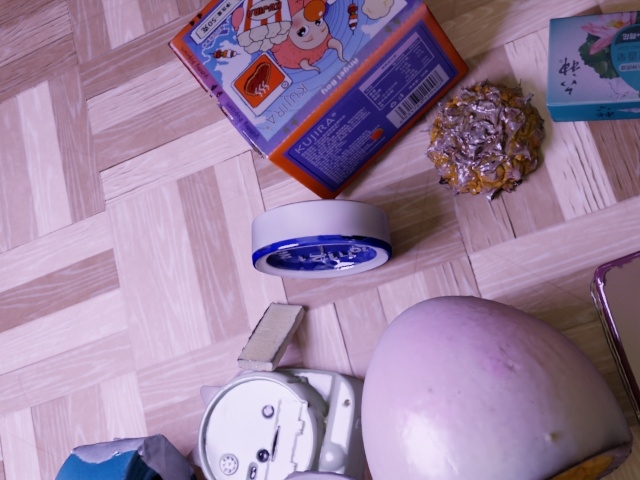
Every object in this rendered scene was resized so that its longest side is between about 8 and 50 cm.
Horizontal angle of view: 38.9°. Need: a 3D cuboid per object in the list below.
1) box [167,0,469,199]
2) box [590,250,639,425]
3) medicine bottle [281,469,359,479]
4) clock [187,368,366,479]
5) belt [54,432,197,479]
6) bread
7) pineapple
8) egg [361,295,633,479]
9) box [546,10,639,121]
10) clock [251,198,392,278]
[{"bbox_3d":[-0.001,-0.313,1.538,0.348,0.257,0.319,-42,62,9],"label":"box"},{"bbox_3d":[0.506,0.139,1.292,0.193,0.167,0.294,-22,71,19],"label":"box"},{"bbox_3d":[-0.011,0.528,1.339,0.189,0.190,0.332,21,118,25],"label":"medicine bottle"},{"bbox_3d":[-0.084,0.339,1.524,0.324,0.108,0.265,6,81,24],"label":"clock"},{"bbox_3d":[-0.300,0.537,1.464,0.173,0.300,0.437,-8,77,20],"label":"belt"},{"bbox_3d":[-0.083,0.164,1.559,0.068,0.028,0.154,1,38,24],"label":"bread"},{"bbox_3d":[0.267,-0.174,1.509,0.224,0.076,0.225,-5,76,20],"label":"pineapple"},{"bbox_3d":[0.213,0.233,1.295,0.354,0.354,0.340,-36,63,12],"label":"egg"},{"bbox_3d":[0.485,-0.274,1.430,0.244,0.092,0.153,0,79,22],"label":"box"},{"bbox_3d":[0.000,0.000,1.495,0.230,0.230,0.083,-11,75,20],"label":"clock"}]
